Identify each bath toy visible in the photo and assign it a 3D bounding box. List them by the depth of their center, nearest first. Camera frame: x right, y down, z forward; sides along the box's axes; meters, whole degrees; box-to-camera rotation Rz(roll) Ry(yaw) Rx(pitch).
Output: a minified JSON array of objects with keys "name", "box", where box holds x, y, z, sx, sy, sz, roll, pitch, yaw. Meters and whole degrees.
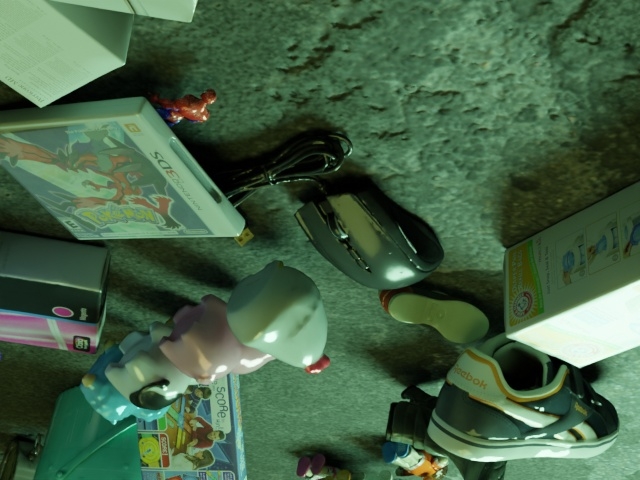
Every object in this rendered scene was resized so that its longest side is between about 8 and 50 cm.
[{"name":"bath toy","box":[-0.117,0.124,1.181,0.348,0.151,0.129,-25,115,40]}]

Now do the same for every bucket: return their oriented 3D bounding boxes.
[{"name":"bucket","box":[-0.287,0.338,1.537,0.281,0.183,0.281,3,150,2]}]

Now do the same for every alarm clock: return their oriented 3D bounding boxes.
[{"name":"alarm clock","box":[-0.485,0.382,1.703,0.064,0.129,0.192,16,127,-21]}]

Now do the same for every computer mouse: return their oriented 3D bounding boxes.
[{"name":"computer mouse","box":[0.000,0.000,1.042,0.184,0.060,0.262,-14,145,27]}]

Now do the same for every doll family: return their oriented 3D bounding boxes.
[{"name":"doll family","box":[0.091,0.409,1.668,0.263,0.118,0.163,-17,144,32]}]

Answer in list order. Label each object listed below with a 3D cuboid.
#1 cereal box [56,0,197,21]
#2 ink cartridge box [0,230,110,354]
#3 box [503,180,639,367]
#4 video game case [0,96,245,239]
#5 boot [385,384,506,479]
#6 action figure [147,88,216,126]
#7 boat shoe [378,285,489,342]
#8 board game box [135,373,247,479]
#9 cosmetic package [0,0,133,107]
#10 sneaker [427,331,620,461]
[{"name":"cereal box","box":[-0.175,-0.226,0.624,0.240,0.047,0.173,5,139,-20]},{"name":"ink cartridge box","box":[-0.428,0.042,1.174,0.371,0.069,0.175,11,149,-7]},{"name":"box","box":[0.289,0.035,1.020,0.114,0.103,0.203,24,144,-29]},{"name":"video game case","box":[-0.196,-0.059,0.959,0.201,0.023,0.183,-1,146,29]},{"name":"boot","box":[0.154,0.260,1.306,0.161,0.083,0.246,10,-166,13]},{"name":"action figure","box":[-0.132,-0.110,0.903,0.115,0.030,0.038,-13,151,38]},{"name":"boat shoe","box":[0.129,0.081,1.182,0.137,0.049,0.043,16,-170,-24]},{"name":"board game box","box":[-0.171,0.235,1.358,0.136,0.201,0.035,-1,-168,10]},{"name":"cosmetic package","box":[-0.254,-0.195,0.742,0.099,0.060,0.239,-20,141,30]},{"name":"sneaker","box":[0.271,0.186,1.255,0.321,0.127,0.126,5,-163,-44]}]
